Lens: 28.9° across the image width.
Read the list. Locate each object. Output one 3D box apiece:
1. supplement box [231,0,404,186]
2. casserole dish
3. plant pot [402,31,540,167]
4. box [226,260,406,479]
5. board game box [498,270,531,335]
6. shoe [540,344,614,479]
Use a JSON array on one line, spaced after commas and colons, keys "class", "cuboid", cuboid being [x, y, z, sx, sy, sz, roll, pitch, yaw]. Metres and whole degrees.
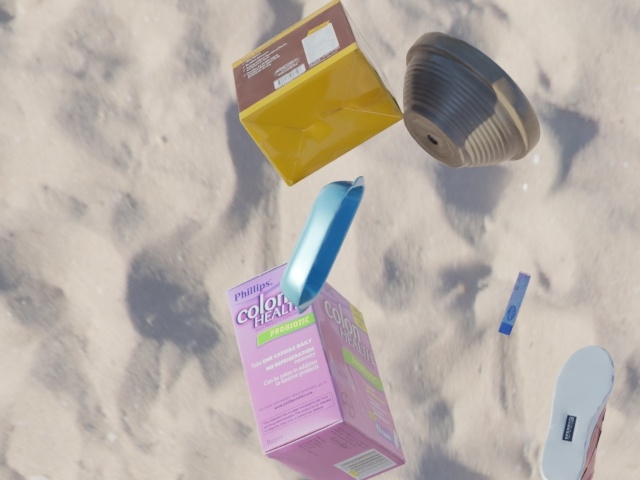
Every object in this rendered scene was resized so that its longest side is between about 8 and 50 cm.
[{"class": "supplement box", "cuboid": [-0.010, -0.213, 1.762, 0.191, 0.129, 0.194, -30, 30, 10]}, {"class": "casserole dish", "cuboid": [0.000, 0.000, 1.529, 0.037, 0.114, 0.188, 26, 102, 13]}, {"class": "plant pot", "cuboid": [0.199, -0.186, 1.841, 0.237, 0.237, 0.110, 40, 77, 16]}, {"class": "box", "cuboid": [-0.005, 0.183, 1.654, 0.117, 0.213, 0.243, -26, 57, 14]}, {"class": "board game box", "cuboid": [0.278, 0.088, 1.771, 0.020, 0.090, 0.090, 19, 94, 10]}, {"class": "shoe", "cuboid": [0.294, 0.213, 1.430, 0.063, 0.081, 0.178, 13, 65, 19]}]
